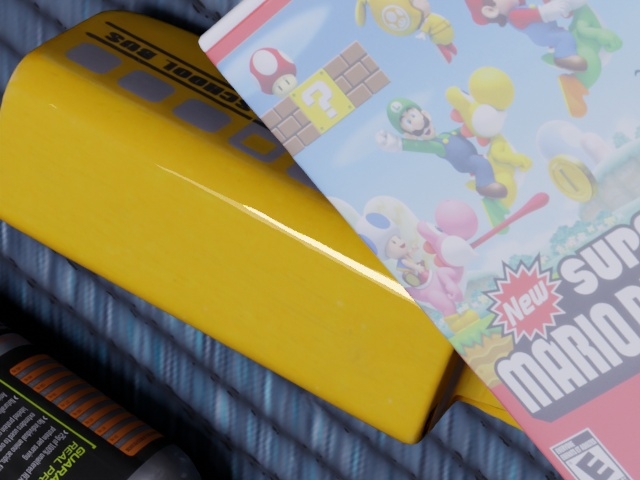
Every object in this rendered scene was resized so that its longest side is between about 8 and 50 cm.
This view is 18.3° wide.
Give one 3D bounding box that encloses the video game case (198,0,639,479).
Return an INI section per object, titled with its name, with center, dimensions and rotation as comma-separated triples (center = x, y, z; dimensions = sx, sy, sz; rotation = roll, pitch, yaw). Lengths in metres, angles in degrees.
[video game case]
center = 0.104, -0.026, 0.809
dimensions = 0.285, 0.025, 0.204
rotation = 50, 131, -6

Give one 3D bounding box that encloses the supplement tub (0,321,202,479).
[supplement tub]
center = -0.205, 0.152, 1.160
dimensions = 0.316, 0.193, 0.194
rotation = 34, 122, 10

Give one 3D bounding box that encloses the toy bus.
[toy bus]
center = 0.000, 0.000, 1.031
dimensions = 0.332, 0.130, 0.108
rotation = 28, 121, 13
